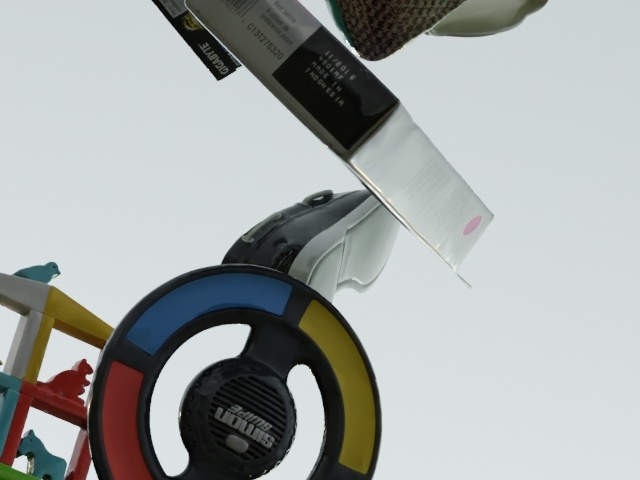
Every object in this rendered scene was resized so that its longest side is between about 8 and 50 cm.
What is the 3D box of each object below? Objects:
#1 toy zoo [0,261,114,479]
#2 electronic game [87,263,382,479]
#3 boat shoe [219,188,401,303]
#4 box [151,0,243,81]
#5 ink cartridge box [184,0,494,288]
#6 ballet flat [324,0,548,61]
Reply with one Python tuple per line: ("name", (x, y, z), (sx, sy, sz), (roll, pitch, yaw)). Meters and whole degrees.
("toy zoo", (-0.305, 0.152, 1.883), (0.192, 0.293, 0.030), (27, -30, -25))
("electronic game", (-0.059, 0.131, 1.380), (0.229, 0.229, 0.048), (36, -20, -16))
("boat shoe", (0.000, 0.000, 1.792), (0.091, 0.114, 0.302), (18, 14, 17))
("box", (-0.150, -0.285, 1.835), (0.220, 0.051, 0.175), (64, 7, 29))
("ink cartridge box", (0.033, -0.080, 1.434), (0.176, 0.069, 0.371), (46, 0, 23))
("ballet flat", (0.195, -0.297, 1.680), (0.164, 0.483, 0.182), (31, -37, 47))
